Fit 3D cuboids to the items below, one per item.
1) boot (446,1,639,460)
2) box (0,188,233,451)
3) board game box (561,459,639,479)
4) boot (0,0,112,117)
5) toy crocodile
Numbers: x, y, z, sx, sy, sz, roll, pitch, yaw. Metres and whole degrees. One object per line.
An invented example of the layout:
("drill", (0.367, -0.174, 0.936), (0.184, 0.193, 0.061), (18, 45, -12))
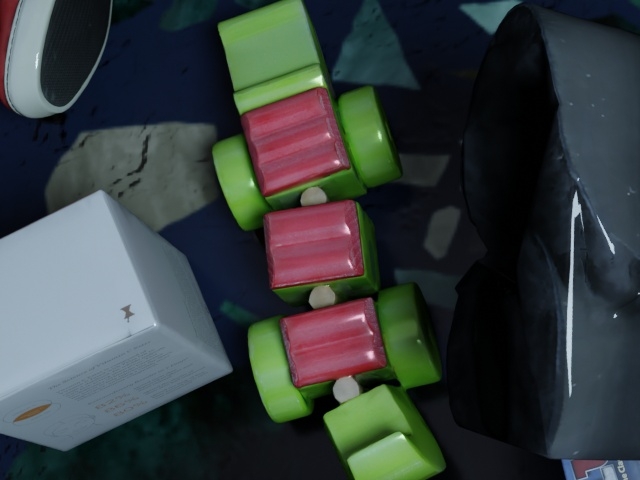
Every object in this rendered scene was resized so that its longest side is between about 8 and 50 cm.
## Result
("boot", (0.286, -0.065, 0.753), (0.445, 0.146, 0.366), (3, 75, -15))
("box", (-0.146, 0.055, 0.894), (0.130, 0.170, 0.091), (-25, 72, 4))
("board game box", (0.161, 0.060, 0.830), (0.042, 0.165, 0.243), (-17, 72, 20))
("boot", (-0.239, -0.198, 1.027), (0.176, 0.088, 0.244), (1, 68, 12))
("toy crocodile", (0.000, 0.000, 0.912), (0.115, 0.105, 0.340), (-14, 73, 8))
